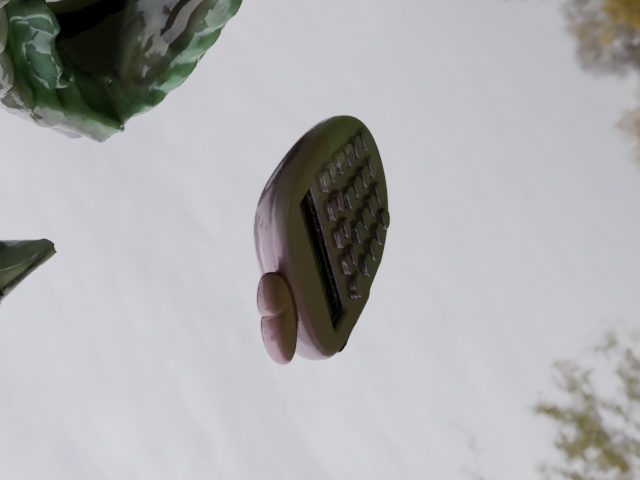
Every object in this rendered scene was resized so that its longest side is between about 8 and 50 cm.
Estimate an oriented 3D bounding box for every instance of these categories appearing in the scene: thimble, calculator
[{"bbox_3d":[-0.150,-0.174,0.989,0.219,0.219,0.150,30,-159,-54],"label":"thimble"},{"bbox_3d":[0.000,0.000,0.814,0.166,0.024,0.103,-56,-42,-52],"label":"calculator"}]

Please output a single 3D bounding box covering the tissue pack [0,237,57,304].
[{"bbox_3d":[-0.270,0.037,0.943,0.156,0.148,0.209,26,-134,17],"label":"tissue pack"}]
